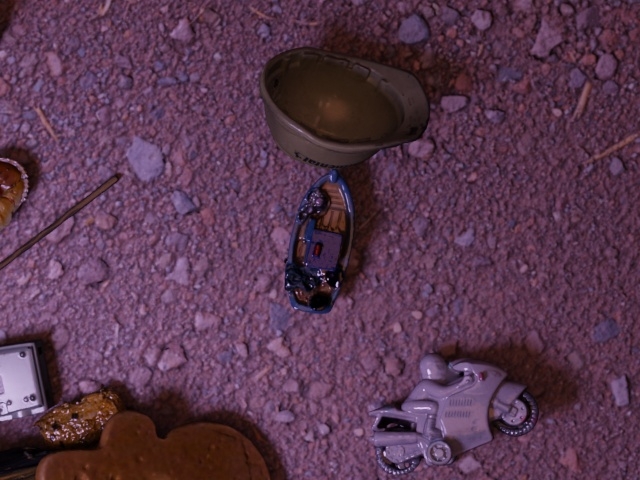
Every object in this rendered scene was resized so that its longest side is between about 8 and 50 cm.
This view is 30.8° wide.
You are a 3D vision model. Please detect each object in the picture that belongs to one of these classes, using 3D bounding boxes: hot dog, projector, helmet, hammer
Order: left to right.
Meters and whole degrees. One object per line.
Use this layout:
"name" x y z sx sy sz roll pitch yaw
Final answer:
"hot dog" -0.525 -0.048 1.791 0.099 0.053 0.192 44 93 -4
"projector" -0.498 0.222 1.793 0.147 0.061 0.115 -11 93 1
"hammer" -0.433 -0.012 1.808 0.292 0.029 0.058 -38 93 -1
"helmet" 0.023 -0.175 1.750 0.257 0.137 0.204 11 50 -8

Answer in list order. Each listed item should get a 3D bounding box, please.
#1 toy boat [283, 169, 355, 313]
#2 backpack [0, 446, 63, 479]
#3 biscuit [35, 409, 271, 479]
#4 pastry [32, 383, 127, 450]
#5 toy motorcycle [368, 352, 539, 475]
"toy boat" 0.000 0.000 1.772 0.100 0.097 0.223 10 92 -3
"backpack" -0.476 0.419 1.732 0.258 0.133 0.206 -13 74 -24
"biscuit" -0.244 0.385 1.739 0.355 0.052 0.275 -8 80 -26
"pastry" -0.368 0.280 1.796 0.140 0.056 0.080 -29 80 3
"toy motorcycle" 0.194 0.254 1.781 0.260 0.110 0.171 -21 75 7
